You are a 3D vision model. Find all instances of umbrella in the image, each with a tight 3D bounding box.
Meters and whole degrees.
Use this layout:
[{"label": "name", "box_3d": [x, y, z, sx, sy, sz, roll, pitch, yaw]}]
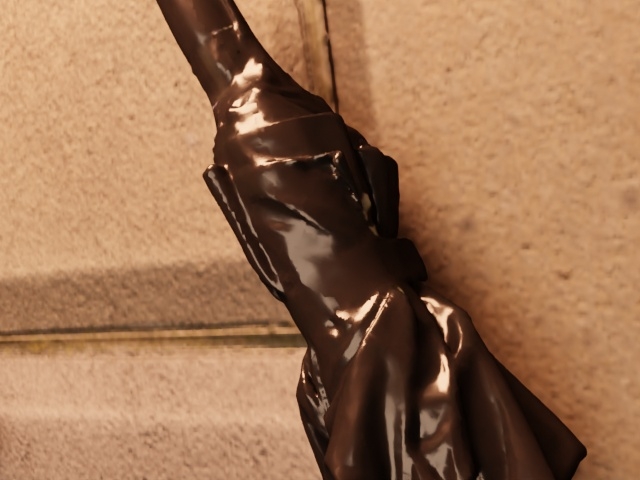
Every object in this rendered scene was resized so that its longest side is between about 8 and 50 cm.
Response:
[{"label": "umbrella", "box_3d": [0.000, 0.000, 0.440, 0.118, 0.118, 0.340, -36, 77, 32]}]
